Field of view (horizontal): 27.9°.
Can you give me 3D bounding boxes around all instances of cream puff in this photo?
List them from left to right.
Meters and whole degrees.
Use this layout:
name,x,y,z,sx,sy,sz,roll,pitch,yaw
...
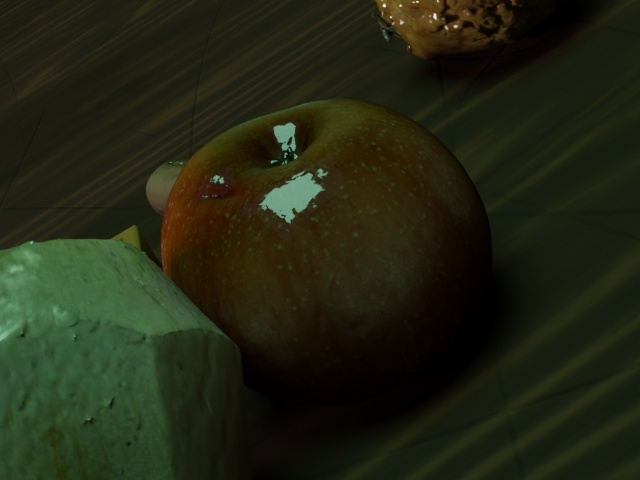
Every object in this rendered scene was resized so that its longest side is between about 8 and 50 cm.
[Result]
name,x,y,z,sx,sy,sz,roll,pitch,yaw
cream puff,0.129,-0.225,1.103,0.189,0.129,0.189,-15,21,6

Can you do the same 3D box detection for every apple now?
name,x,y,z,sx,sy,sz,roll,pitch,yaw
apple,0.000,0.000,0.785,0.201,0.162,0.201,-25,24,12

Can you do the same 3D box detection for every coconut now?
name,x,y,z,sx,sy,sz,roll,pitch,yaw
coconut,-0.147,0.122,0.694,0.236,0.237,0.197,-14,-12,31

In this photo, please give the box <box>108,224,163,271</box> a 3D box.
name,x,y,z,sx,sy,sz,roll,pitch,yaw
box,-0.172,0.090,0.918,0.152,0.070,0.237,-29,23,1

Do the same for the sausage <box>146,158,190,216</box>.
name,x,y,z,sx,sy,sz,roll,pitch,yaw
sausage,-0.038,-0.031,1.007,0.066,0.066,0.301,-43,26,-26
